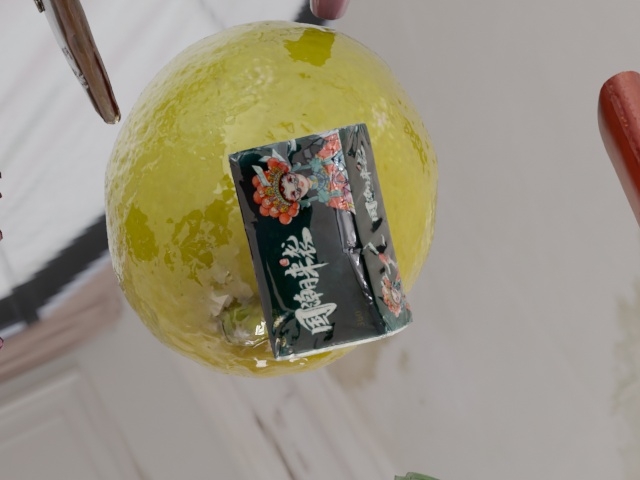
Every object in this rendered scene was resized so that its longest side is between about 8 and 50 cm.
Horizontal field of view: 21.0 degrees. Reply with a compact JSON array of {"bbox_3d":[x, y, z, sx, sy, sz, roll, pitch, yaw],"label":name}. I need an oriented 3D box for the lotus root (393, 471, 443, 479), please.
[{"bbox_3d":[0.131,0.352,1.792,0.186,0.186,0.186,50,-26,35],"label":"lotus root"}]

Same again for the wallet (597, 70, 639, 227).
[{"bbox_3d":[0.248,-0.006,1.197,0.142,0.045,0.204,53,16,-68],"label":"wallet"}]

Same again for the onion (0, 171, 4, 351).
[{"bbox_3d":[-0.360,-0.013,1.054,0.358,0.345,0.358,-40,-140,45],"label":"onion"}]

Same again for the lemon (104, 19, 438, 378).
[{"bbox_3d":[-0.051,-0.024,1.708,0.364,0.364,0.364,50,-26,35],"label":"lemon"}]

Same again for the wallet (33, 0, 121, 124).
[{"bbox_3d":[-0.192,-0.171,1.263,0.095,0.026,0.176,55,-11,37],"label":"wallet"}]

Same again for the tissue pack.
[{"bbox_3d":[0.001,0.001,1.363,0.090,0.103,0.170,-20,96,-71],"label":"tissue pack"}]

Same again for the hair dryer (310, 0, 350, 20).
[{"bbox_3d":[0.005,-0.311,1.743,0.106,0.054,0.154,103,-20,-55],"label":"hair dryer"}]
